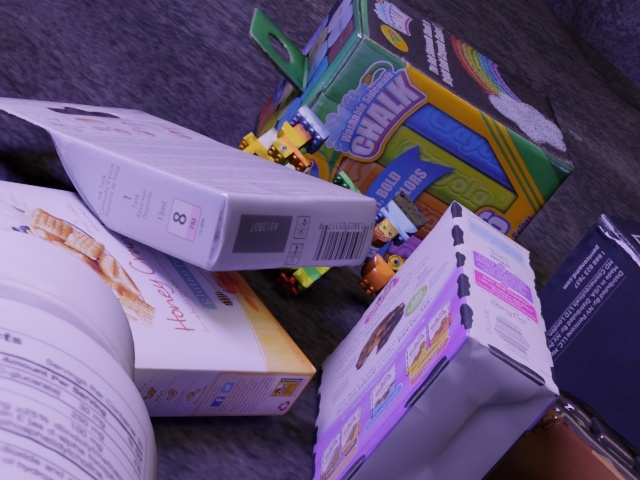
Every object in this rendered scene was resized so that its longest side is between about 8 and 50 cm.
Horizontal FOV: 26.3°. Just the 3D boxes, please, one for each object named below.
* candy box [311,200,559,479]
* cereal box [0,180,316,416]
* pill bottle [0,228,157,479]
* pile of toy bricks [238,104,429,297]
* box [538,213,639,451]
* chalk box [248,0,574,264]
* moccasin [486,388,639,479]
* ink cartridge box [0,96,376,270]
[{"bbox_3d":[0.068,0.088,0.878,0.070,0.165,0.196,33,22,-11],"label":"candy box"},{"bbox_3d":[-0.135,0.035,0.839,0.240,0.047,0.173,8,34,-50],"label":"cereal box"},{"bbox_3d":[-0.142,0.120,0.510,0.160,0.160,0.283,29,23,-19],"label":"pill bottle"},{"bbox_3d":[0.000,0.000,1.072,0.105,0.118,0.212,-40,87,-28],"label":"pile of toy bricks"},{"bbox_3d":[0.346,0.153,1.142,0.296,0.182,0.294,10,33,-46],"label":"box"},{"bbox_3d":[0.050,-0.104,1.226,0.289,0.179,0.180,30,24,-13],"label":"chalk box"},{"bbox_3d":[0.239,0.257,0.859,0.380,0.147,0.139,39,7,15],"label":"moccasin"},{"bbox_3d":[-0.103,-0.040,0.949,0.232,0.066,0.189,17,10,30],"label":"ink cartridge box"}]
